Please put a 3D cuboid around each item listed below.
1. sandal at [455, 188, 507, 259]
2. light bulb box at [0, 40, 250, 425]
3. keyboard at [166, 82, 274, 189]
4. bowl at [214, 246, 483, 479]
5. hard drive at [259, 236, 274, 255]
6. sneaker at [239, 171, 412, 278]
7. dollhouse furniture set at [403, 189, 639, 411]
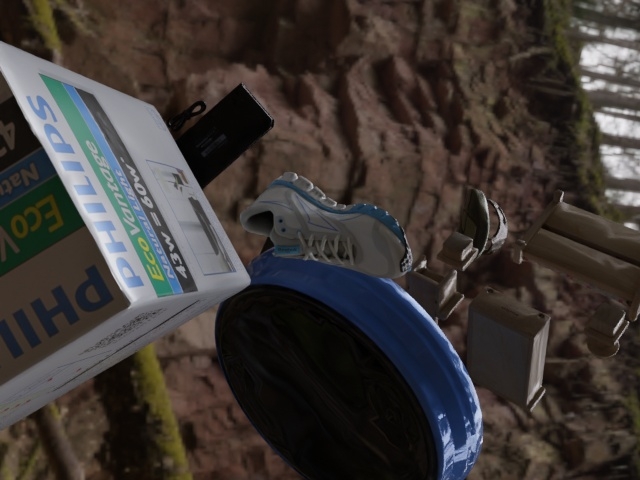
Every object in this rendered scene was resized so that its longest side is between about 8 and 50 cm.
[{"bbox_3d":[0.287,-0.029,1.703,0.303,0.086,0.120,-39,146,-78],"label":"sandal"},{"bbox_3d":[-0.295,0.038,0.846,0.358,0.361,0.225,-31,-95,7],"label":"light bulb box"},{"bbox_3d":[-0.165,-0.150,1.394,0.180,0.108,0.023,-41,-167,0],"label":"keyboard"},{"bbox_3d":[0.020,0.188,1.236,0.391,0.077,0.391,27,-43,28],"label":"bowl"},{"bbox_3d":[-0.076,0.021,2.090,0.022,0.094,0.135,-71,-174,-46],"label":"hard drive"},{"bbox_3d":[0.000,0.000,0.915,0.191,0.083,0.071,22,-47,38],"label":"sneaker"},{"bbox_3d":[0.344,0.057,1.463,0.303,0.355,0.174,26,-37,28],"label":"dollhouse furniture set"}]
